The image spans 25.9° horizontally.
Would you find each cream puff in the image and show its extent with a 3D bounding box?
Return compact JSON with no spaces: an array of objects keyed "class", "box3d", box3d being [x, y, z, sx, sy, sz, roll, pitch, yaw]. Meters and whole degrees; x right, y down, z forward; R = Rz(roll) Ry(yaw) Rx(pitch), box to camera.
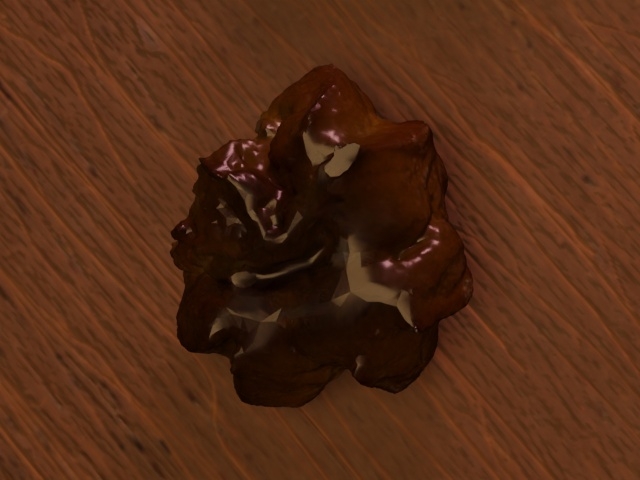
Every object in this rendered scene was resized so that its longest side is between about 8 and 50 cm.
[{"class":"cream puff","box3d":[0.000,0.000,1.069,0.241,0.155,0.269,1,99,16]}]
